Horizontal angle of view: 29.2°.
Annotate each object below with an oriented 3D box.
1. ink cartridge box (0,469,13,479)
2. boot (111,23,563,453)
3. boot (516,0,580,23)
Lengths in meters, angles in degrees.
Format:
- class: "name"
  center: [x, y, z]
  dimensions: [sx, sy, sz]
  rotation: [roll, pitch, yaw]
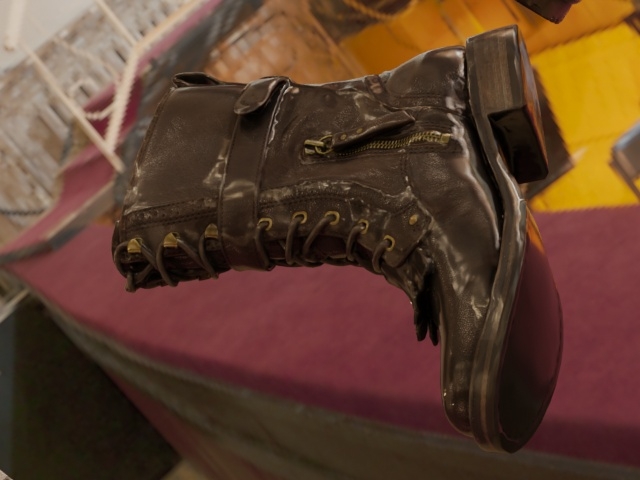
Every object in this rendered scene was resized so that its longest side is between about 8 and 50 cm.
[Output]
- class: "ink cartridge box"
  center: [-0.259, 0.262, 1.058]
  dimensions: [0.063, 0.109, 0.150]
  rotation: [-42, 37, -24]
- class: "boot"
  center: [0.000, 0.000, 0.629]
  dimensions: [0.229, 0.091, 0.263]
  rotation: [-9, 49, 17]
- class: "boot"
  center: [0.099, -0.182, 0.382]
  dimensions: [0.208, 0.076, 0.189]
  rotation: [-50, -29, 11]
